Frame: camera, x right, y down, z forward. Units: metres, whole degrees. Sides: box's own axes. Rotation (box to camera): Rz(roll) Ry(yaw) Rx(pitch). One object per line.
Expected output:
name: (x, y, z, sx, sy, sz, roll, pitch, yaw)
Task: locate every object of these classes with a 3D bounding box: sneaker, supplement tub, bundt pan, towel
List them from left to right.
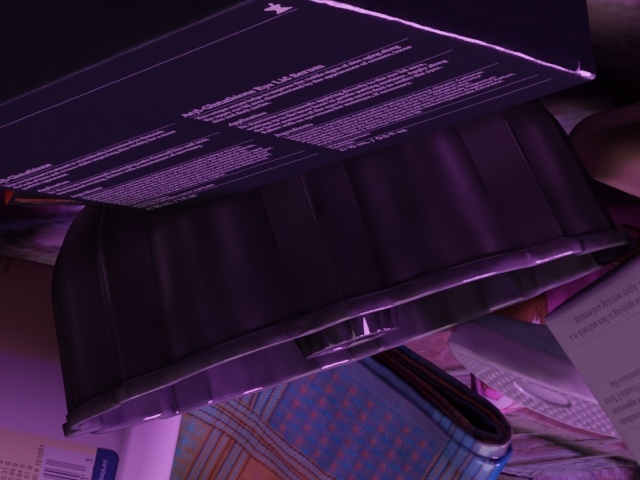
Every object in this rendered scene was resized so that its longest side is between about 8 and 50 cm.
supplement tub: (-0.261, 0.116, 1.236, 0.325, 0.235, 0.235, 12, 165, -6)
towel: (-0.037, 0.181, 1.387, 0.040, 0.271, 0.370, -44, 166, -48)
bundt pan: (0.000, 0.000, 1.045, 0.331, 0.124, 0.331, -17, 173, -2)
sneaker: (0.216, 0.047, 1.190, 0.256, 0.151, 0.094, 12, 164, 15)

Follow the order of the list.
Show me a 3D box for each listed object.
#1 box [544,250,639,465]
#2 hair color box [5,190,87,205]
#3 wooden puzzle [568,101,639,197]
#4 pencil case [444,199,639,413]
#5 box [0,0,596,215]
box: (0.251, 0.025, 1.019, 0.182, 0.119, 0.181, -31, 175, -26)
hair color box: (-0.128, -0.056, 1.035, 0.072, 0.043, 0.141, 0, 166, -18)
wooden puzzle: (0.290, -0.076, 1.104, 0.238, 0.044, 0.221, -18, 161, 31)
pencil case: (0.277, 0.034, 1.310, 0.386, 0.160, 0.167, -5, 145, 3)
box: (-0.049, -0.092, 0.775, 0.261, 0.103, 0.184, -15, 166, 41)
